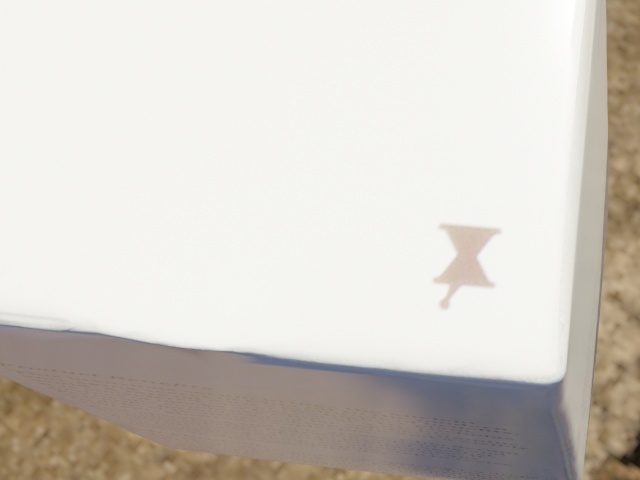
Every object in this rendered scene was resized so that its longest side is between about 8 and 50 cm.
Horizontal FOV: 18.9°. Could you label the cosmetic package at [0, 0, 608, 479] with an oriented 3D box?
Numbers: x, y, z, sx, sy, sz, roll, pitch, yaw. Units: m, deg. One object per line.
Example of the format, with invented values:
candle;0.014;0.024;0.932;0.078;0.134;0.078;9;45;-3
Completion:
cosmetic package;0.000;0.000;0.794;0.453;0.230;0.161;55;42;-76
